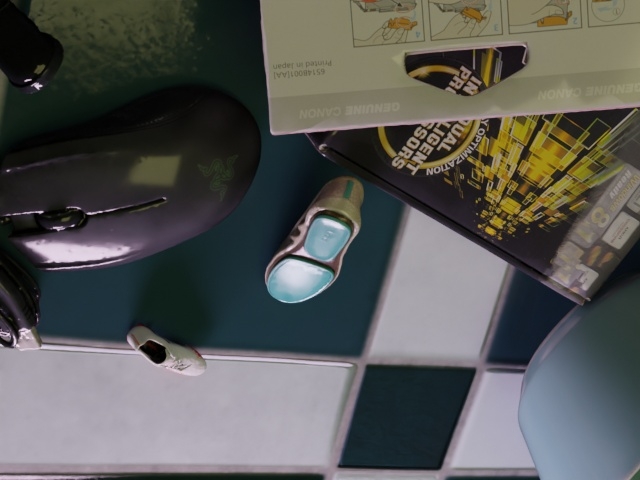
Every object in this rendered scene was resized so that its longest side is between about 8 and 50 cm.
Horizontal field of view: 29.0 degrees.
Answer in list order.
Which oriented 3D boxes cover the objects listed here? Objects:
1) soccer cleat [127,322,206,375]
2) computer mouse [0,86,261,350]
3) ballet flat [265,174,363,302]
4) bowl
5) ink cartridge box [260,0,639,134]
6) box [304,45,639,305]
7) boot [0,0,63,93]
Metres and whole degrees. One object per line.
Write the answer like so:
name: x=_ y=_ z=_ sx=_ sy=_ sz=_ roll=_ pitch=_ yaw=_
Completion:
soccer cleat: x=-0.132 y=0.100 z=1.075 sx=0.083 sy=0.035 sz=0.029 roll=35 pitch=100 yaw=-32
computer mouse: x=-0.166 y=-0.027 z=0.974 sx=0.272 sy=0.072 sz=0.188 roll=-24 pitch=121 yaw=-8
ballet flat: x=0.000 y=0.000 z=1.041 sx=0.057 sy=0.052 sz=0.168 roll=25 pitch=148 yaw=-10
bowl: x=0.308 y=0.142 z=1.159 sx=0.311 sy=0.163 sz=0.311 roll=-28 pitch=147 yaw=-20
ink cartridge box: x=0.097 y=-0.219 z=0.882 sx=0.296 sy=0.066 sz=0.261 roll=-4 pitch=103 yaw=6
box: x=0.214 y=-0.176 z=1.027 sx=0.318 sy=0.097 sz=0.395 roll=29 pitch=104 yaw=-31
boot: x=-0.236 y=-0.157 z=0.853 sx=0.045 sy=0.121 sz=0.099 roll=-48 pitch=129 yaw=4
